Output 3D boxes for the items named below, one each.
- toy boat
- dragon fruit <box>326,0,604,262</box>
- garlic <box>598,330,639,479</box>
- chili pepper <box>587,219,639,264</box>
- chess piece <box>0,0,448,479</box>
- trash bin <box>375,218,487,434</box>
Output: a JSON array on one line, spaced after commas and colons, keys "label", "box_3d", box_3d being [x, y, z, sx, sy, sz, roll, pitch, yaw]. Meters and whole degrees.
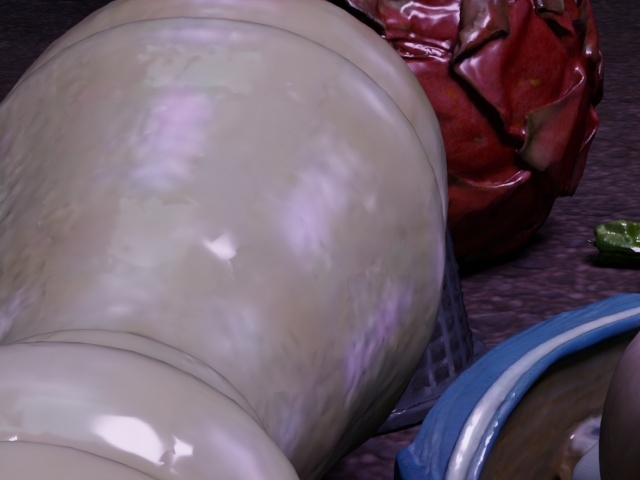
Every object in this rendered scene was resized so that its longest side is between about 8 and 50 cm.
[{"label": "toy boat", "box_3d": [0.121, 0.085, 0.662, 0.215, 0.088, 0.102, -18, 26, -41]}, {"label": "dragon fruit", "box_3d": [0.057, -0.109, 1.006, 0.244, 0.244, 0.299, 9, -17, 38]}, {"label": "garlic", "box_3d": [0.215, 0.037, 0.521, 0.237, 0.210, 0.292, -8, -31, 44]}, {"label": "chili pepper", "box_3d": [0.217, 0.001, 1.002, 0.091, 0.030, 0.034, -3, -8, 0]}, {"label": "chess piece", "box_3d": [-0.071, 0.072, 0.551, 0.234, 0.234, 0.442, -3, 24, 7]}, {"label": "trash bin", "box_3d": [0.000, 0.000, 0.846, 0.175, 0.161, 0.175, -5, 16, 1]}]
